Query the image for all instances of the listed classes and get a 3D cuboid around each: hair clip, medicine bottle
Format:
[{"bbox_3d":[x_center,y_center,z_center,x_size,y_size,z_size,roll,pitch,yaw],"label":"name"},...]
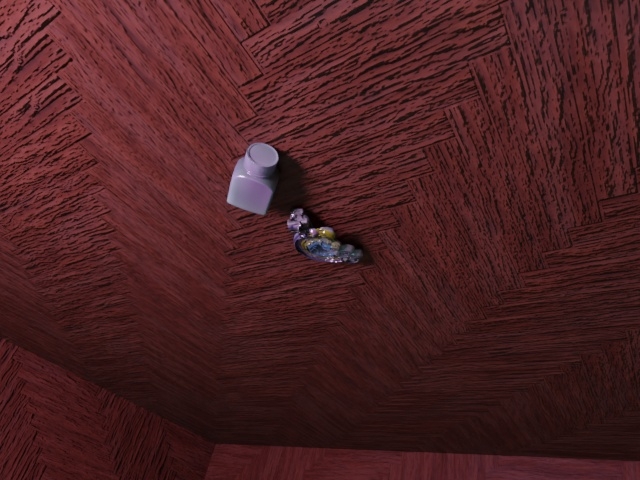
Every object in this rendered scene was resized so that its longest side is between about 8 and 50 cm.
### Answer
[{"bbox_3d":[0.000,0.000,0.839,0.116,0.049,0.172,-1,150,38],"label":"hair clip"},{"bbox_3d":[-0.107,-0.102,0.727,0.074,0.055,0.118,20,143,-6],"label":"medicine bottle"}]
